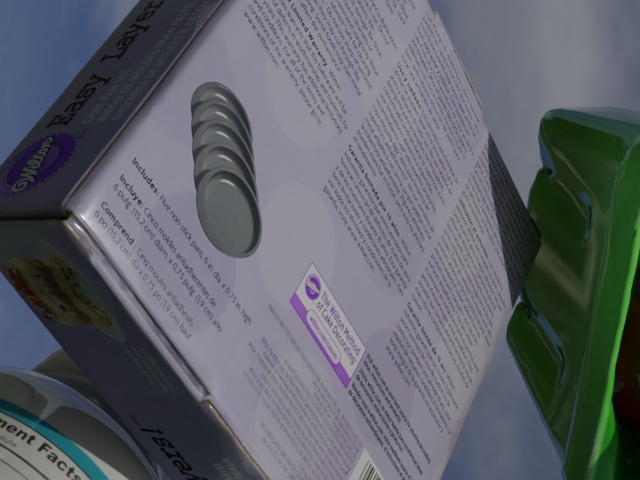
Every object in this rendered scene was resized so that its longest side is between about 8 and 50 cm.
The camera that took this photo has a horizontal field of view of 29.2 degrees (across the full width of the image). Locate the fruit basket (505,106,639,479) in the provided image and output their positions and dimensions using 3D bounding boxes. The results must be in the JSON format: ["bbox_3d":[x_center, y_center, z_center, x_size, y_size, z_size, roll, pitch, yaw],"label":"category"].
[{"bbox_3d":[0.320,0.072,0.681,0.392,0.392,0.283,-137,-133,-55],"label":"fruit basket"}]

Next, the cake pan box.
[{"bbox_3d":[0.000,0.000,0.554,0.070,0.267,0.246,-1,-135,38],"label":"cake pan box"}]

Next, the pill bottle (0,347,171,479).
[{"bbox_3d":[-0.159,0.151,0.513,0.146,0.146,0.264,-51,178,38],"label":"pill bottle"}]
